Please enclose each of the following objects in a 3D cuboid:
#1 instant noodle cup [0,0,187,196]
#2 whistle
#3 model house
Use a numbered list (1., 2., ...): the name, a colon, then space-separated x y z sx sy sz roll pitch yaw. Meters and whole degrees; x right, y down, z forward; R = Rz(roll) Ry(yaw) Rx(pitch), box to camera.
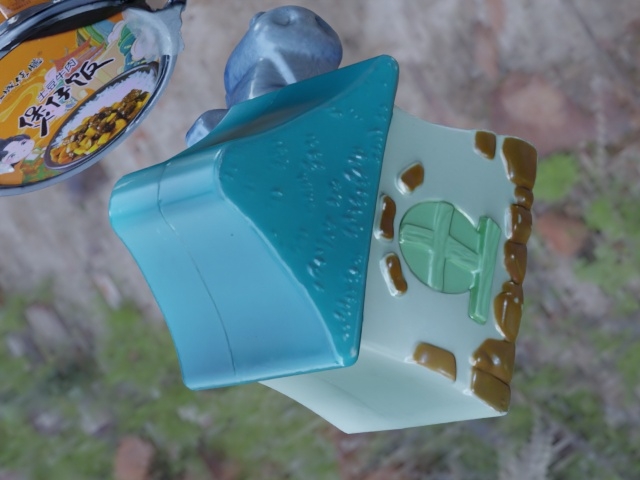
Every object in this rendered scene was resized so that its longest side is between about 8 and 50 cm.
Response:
1. instant noodle cup: -0.201 -0.134 1.256 0.125 0.208 0.177 51 171 24
2. whistle: -0.007 -0.038 1.163 0.093 0.180 0.269 -52 44 39
3. model house: 0.000 0.000 0.760 0.149 0.127 0.100 22 156 -35
